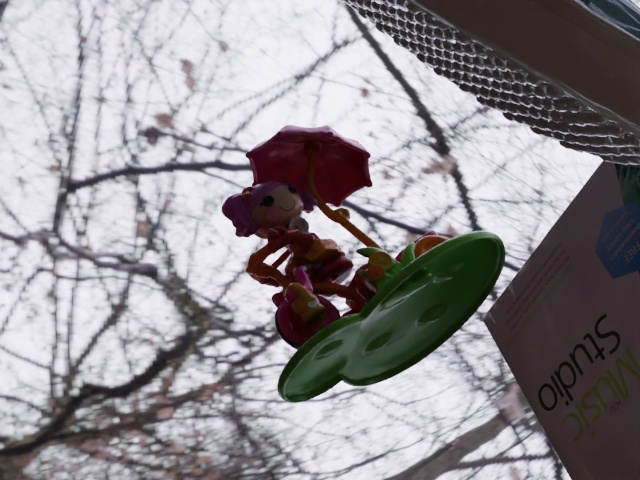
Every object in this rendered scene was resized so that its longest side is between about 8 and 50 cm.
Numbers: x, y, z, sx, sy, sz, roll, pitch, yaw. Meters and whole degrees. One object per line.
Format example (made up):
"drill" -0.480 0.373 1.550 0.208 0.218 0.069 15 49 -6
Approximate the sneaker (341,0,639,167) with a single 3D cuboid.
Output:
"sneaker" 0.043 -0.183 0.568 0.366 0.135 0.150 38 -88 8

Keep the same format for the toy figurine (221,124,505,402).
"toy figurine" 0.000 0.000 0.785 0.173 0.130 0.159 -25 -120 -29

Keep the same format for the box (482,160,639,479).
"box" 0.261 0.103 0.930 0.232 0.058 0.322 -59 -138 35
